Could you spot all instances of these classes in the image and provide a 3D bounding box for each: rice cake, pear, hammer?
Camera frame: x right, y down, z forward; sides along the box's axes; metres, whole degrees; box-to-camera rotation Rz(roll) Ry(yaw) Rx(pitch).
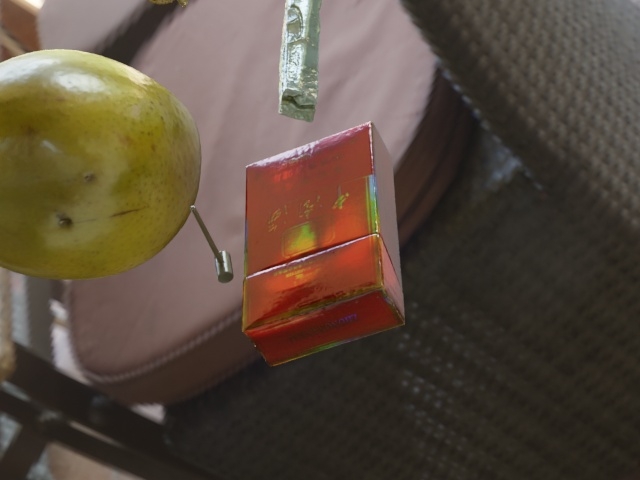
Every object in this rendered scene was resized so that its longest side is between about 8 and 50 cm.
[{"bbox_3d":[-0.031,-0.326,2.291,0.063,0.066,0.336,114,163,-44],"label":"rice cake"},{"bbox_3d":[-0.381,-0.108,2.094,0.362,0.418,0.363,7,99,54],"label":"pear"},{"bbox_3d":[-0.125,0.000,1.562,0.019,0.110,0.035,-20,44,7],"label":"hammer"}]

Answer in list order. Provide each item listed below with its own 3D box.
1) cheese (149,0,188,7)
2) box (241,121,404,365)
[{"bbox_3d":[-0.180,-0.323,1.319,0.064,0.250,0.157,-8,51,27],"label":"cheese"},{"bbox_3d":[0.001,-0.001,1.858,0.197,0.089,0.313,-18,44,16],"label":"box"}]
